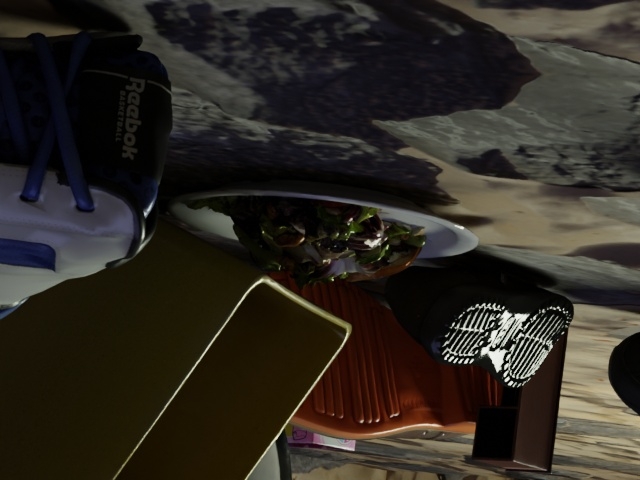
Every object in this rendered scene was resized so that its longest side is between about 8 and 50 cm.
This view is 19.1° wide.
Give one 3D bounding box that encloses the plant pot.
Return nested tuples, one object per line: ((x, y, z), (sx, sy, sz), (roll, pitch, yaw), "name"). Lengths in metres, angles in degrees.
((-0.137, 0.074, 1.226), (0.187, 0.212, 0.212), (36, 180, 19), "plant pot")

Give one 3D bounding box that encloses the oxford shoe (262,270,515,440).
((0.012, 0.112, 1.528), (0.363, 0.130, 0.132), (15, 154, -40), "oxford shoe")

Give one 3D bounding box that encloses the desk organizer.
((0.161, 0.119, 1.531), (0.047, 0.130, 0.050), (-3, 164, 44), "desk organizer")

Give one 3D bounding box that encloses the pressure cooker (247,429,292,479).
((-0.234, 0.205, 1.620), (0.370, 0.375, 0.420), (3, 175, -34), "pressure cooker")

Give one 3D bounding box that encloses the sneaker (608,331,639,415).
((0.354, 0.095, 1.451), (0.267, 0.101, 0.106), (5, 148, 14), "sneaker")

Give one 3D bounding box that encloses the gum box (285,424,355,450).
((-0.045, 0.155, 1.934), (0.062, 0.107, 0.188), (16, 167, -41), "gum box")

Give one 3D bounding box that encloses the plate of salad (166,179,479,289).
((0.000, 0.000, 1.203), (0.200, 0.048, 0.200), (7, 170, 1), "plate of salad")

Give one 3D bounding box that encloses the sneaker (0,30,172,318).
((-0.171, -0.058, 0.840), (0.182, 0.127, 0.315), (-14, 155, 25), "sneaker")

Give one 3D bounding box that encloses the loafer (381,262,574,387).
((0.115, 0.048, 1.371), (0.078, 0.080, 0.220), (38, -173, 28), "loafer")
